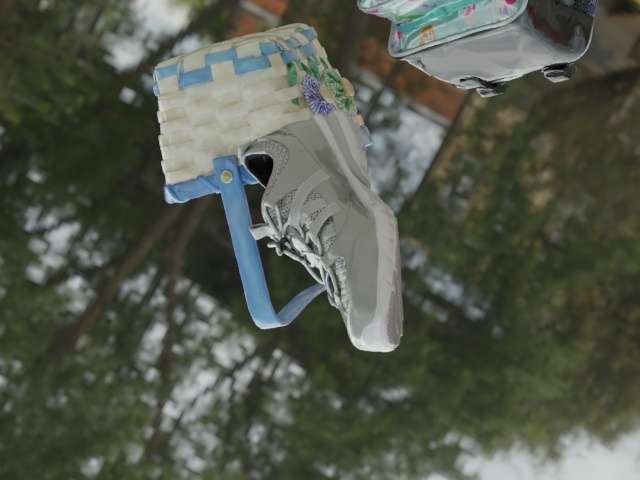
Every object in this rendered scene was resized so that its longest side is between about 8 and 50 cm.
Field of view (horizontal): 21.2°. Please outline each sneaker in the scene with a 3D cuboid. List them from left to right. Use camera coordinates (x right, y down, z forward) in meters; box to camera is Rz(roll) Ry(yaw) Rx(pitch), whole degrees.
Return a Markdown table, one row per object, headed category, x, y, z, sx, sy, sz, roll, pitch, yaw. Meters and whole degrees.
| category | x | y | z | sx | sy | sz | roll | pitch | yaw |
| --- | --- | --- | --- | --- | --- | --- | --- | --- | --- |
| sneaker | 0.000 | 0.000 | 1.454 | 0.115 | 0.105 | 0.281 | -11 | -142 | -7 |

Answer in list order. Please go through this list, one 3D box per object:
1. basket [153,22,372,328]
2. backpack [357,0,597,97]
| category | x | y | z | sx | sy | sz | roll | pitch | yaw |
| --- | --- | --- | --- | --- | --- | --- | --- | --- | --- |
| basket | -0.051 | -0.070 | 1.778 | 0.201 | 0.289 | 0.255 | -9 | -170 | 19 |
| backpack | 0.160 | -0.291 | 1.618 | 0.191 | 0.253 | 0.225 | 27 | 158 | -30 |
